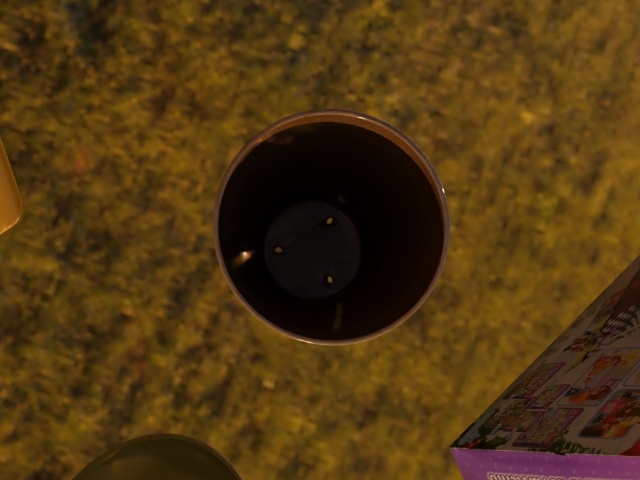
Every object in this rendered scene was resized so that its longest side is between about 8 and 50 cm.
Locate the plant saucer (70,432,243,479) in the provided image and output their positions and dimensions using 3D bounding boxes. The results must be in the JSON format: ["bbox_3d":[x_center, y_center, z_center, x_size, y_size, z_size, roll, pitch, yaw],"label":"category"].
[{"bbox_3d":[-0.104,0.233,0.930,0.037,0.241,0.241,26,82,-41],"label":"plant saucer"}]

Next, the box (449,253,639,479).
[{"bbox_3d":[0.253,0.084,1.112,0.293,0.201,0.057,-39,111,-35],"label":"box"}]

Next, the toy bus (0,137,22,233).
[{"bbox_3d":[-0.304,-0.094,1.178,0.108,0.130,0.333,-29,147,-16],"label":"toy bus"}]

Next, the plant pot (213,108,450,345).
[{"bbox_3d":[0.000,0.000,1.716,0.254,0.237,0.237,129,-17,-81],"label":"plant pot"}]
